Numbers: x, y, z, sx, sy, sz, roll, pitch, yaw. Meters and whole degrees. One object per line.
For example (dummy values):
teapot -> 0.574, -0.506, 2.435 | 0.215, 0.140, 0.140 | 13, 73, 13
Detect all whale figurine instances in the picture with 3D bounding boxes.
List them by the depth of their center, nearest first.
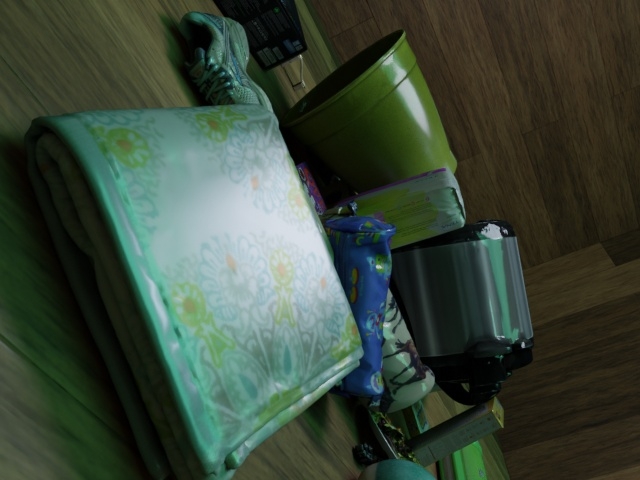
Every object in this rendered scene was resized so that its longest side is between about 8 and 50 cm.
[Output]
whale figurine -> 0.162, 0.485, 0.983 | 0.272, 0.141, 0.216 | 61, 16, -26

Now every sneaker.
sneaker -> -0.177, -0.269, 1.021 | 0.122, 0.110, 0.283 | 2, 63, -54

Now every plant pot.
plant pot -> 0.149, -0.261, 1.467 | 0.353, 0.366, 0.366 | 52, 19, -18

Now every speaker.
speaker -> 0.382, 0.644, 1.554 | 0.131, 0.131, 0.296 | 61, 16, -22

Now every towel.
towel -> -0.107, 0.033, 0.645 | 0.320, 0.090, 0.375 | -22, 91, -57

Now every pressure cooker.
pressure cooker -> 0.317, 0.180, 1.416 | 0.369, 0.375, 0.421 | -4, 84, -55

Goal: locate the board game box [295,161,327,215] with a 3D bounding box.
board game box -> 0.000, 0.000, 1.307 | 0.208, 0.056, 0.347 | -62, 128, -76

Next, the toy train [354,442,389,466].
toy train -> 0.103, 0.413, 1.103 | 0.158, 0.027, 0.036 | 49, 26, -51

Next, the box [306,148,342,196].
box -> 0.031, -0.213, 1.715 | 0.233, 0.044, 0.159 | 57, 18, -34

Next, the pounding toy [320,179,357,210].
pounding toy -> 0.059, -0.066, 1.508 | 0.181, 0.094, 0.206 | 56, 18, -37

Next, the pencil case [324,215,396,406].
pencil case -> 0.056, 0.113, 0.979 | 0.133, 0.119, 0.306 | -7, 101, -71

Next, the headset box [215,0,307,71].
headset box -> -0.159, -0.621, 1.475 | 0.246, 0.131, 0.283 | 49, 23, -51

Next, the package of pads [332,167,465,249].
package of pads -> 0.160, -0.059, 1.285 | 0.229, 0.296, 0.101 | -63, 133, -70

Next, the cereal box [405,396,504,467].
cereal box -> 0.297, 0.438, 1.329 | 0.047, 0.240, 0.173 | 60, 14, 12

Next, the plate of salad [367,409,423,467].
plate of salad -> 0.153, 0.404, 1.164 | 0.200, 0.048, 0.200 | 56, 0, 0

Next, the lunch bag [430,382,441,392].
lunch bag -> 0.306, 0.320, 1.785 | 0.224, 0.107, 0.279 | -10, 79, -80

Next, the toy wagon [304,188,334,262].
toy wagon -> -0.098, 0.023, 0.791 | 0.344, 0.068, 0.267 | -32, 99, -54

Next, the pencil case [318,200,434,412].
pencil case -> 0.077, 0.136, 1.140 | 0.183, 0.159, 0.410 | -37, 105, -45

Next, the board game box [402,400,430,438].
board game box -> 0.237, 0.423, 1.548 | 0.124, 0.039, 0.260 | 30, 42, -64

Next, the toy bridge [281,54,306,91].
toy bridge -> -0.087, -0.529, 1.724 | 0.188, 0.063, 0.026 | 59, 17, -27
